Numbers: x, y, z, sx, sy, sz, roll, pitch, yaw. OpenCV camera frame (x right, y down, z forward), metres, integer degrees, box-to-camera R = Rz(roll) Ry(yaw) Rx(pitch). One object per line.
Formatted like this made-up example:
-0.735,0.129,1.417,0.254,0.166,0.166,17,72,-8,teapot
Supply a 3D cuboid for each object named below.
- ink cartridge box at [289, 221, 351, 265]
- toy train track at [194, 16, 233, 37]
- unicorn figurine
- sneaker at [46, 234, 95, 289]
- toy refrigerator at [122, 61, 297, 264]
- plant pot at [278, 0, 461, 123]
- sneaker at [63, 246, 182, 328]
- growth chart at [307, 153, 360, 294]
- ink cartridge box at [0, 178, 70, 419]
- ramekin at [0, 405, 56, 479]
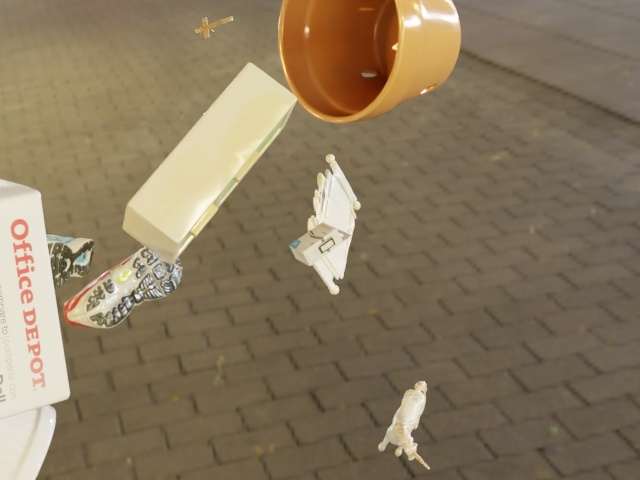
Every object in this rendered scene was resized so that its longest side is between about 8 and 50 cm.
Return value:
0.000,0.000,1.864,0.083,0.028,0.048,-36,28,-17,ink cartridge box
-0.213,-0.432,2.461,0.083,0.048,0.014,-17,-24,17,toy train track
0.124,0.273,1.781,0.060,0.111,0.162,13,57,-4,unicorn figurine
-0.354,0.024,1.562,0.073,0.063,0.162,12,5,14,sneaker
-0.145,-0.102,1.646,0.269,0.094,0.102,-52,-1,-23,toy refrigerator
0.097,-0.346,2.060,0.203,0.291,0.291,-7,14,-44,plant pot
-0.379,0.082,2.319,0.118,0.107,0.279,-9,14,40,sneaker
0.019,-0.031,2.067,0.021,0.172,0.237,-5,47,23,growth chart
-0.390,0.071,1.097,0.289,0.211,0.121,-15,16,-34,ink cartridge box
-0.469,0.311,1.593,0.127,0.273,0.273,32,11,-18,ramekin
